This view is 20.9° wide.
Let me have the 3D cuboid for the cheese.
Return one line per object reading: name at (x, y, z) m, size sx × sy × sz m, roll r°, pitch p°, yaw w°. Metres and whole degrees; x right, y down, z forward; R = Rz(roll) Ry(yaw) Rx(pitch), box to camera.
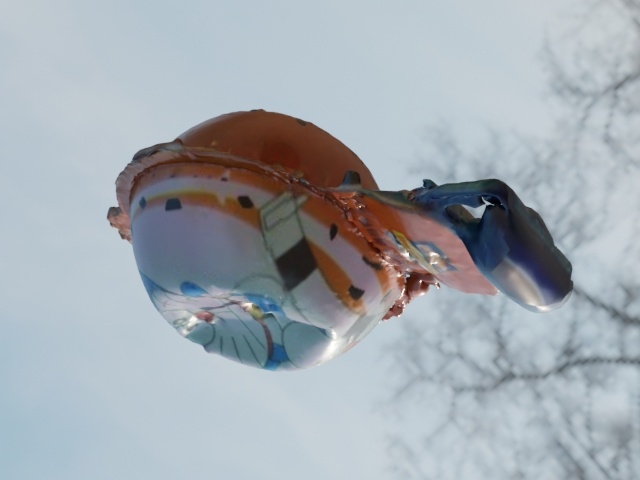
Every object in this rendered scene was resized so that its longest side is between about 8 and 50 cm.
cheese at (0.000, 0.000, 1.093) m, size 0.217 × 0.329 × 0.129 m, roll 47°, pitch -125°, yaw -43°
